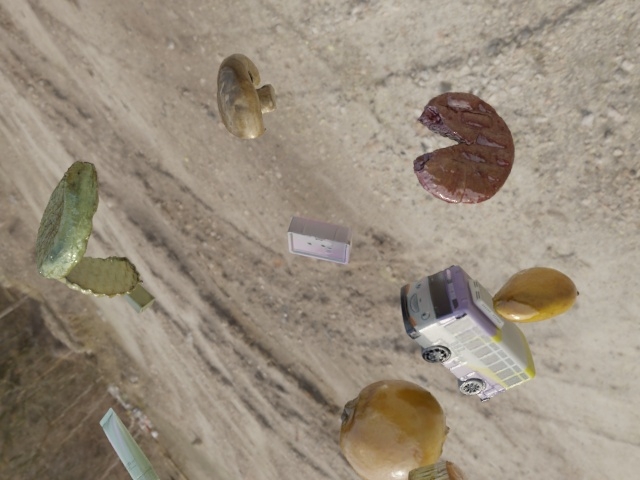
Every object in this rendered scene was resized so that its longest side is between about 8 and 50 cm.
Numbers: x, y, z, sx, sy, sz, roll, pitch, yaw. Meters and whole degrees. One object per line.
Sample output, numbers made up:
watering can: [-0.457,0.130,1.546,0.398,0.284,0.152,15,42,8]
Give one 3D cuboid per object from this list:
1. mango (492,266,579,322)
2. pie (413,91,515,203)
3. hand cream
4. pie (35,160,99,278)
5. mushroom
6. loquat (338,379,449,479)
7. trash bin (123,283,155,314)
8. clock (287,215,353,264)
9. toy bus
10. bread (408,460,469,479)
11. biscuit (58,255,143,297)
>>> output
mango: [0.489,0.129,1.411,0.147,0.228,0.109,45,139,49]
pie: [0.271,-0.172,1.165,0.205,0.218,0.054,24,167,-7]
hand cream: [-0.454,0.494,1.437,0.205,0.050,0.078,50,126,15]
pie: [-0.556,-0.040,1.336,0.079,0.276,0.277,16,170,-31]
mushroom: [-0.205,-0.395,1.583,0.151,0.156,0.285,73,-176,-46]
loquat: [0.218,0.572,1.824,0.328,0.328,0.328,37,149,26]
trash bin: [-0.555,0.168,1.839,0.092,0.061,0.043,43,135,4]
clock: [0.000,0.000,1.920,0.197,0.063,0.150,12,152,7]
toy bus: [0.457,0.283,1.878,0.249,0.209,0.440,-32,122,26]
bread: [0.243,0.501,1.170,0.190,0.114,0.132,55,-160,-52]
biscuit: [-0.609,0.099,1.669,0.187,0.274,0.036,43,111,36]
